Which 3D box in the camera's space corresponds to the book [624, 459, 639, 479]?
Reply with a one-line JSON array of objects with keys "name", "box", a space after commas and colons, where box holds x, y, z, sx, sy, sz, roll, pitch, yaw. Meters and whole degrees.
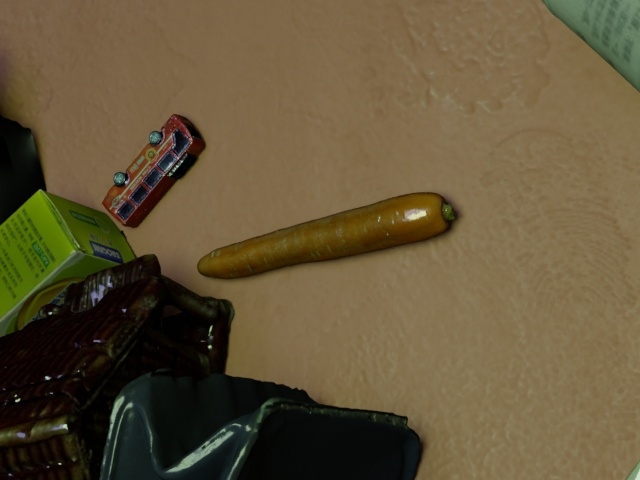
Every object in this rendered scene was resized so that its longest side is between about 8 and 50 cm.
[{"name": "book", "box": [0.375, 0.198, 1.273, 0.289, 0.026, 0.201, 39, 97, 31]}]

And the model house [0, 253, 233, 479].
[{"name": "model house", "box": [-0.258, 0.170, 1.457, 0.317, 0.282, 0.297, -13, 76, 23]}]

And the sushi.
[{"name": "sushi", "box": [-0.377, -0.084, 1.644, 0.150, 0.153, 0.172, -7, 100, 43]}]

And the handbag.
[{"name": "handbag", "box": [-0.074, 0.267, 1.339, 0.122, 0.303, 0.329, 18, 90, 28]}]

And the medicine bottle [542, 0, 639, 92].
[{"name": "medicine bottle", "box": [0.325, -0.186, 1.258, 0.245, 0.245, 0.306, -48, 65, 11]}]

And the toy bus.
[{"name": "toy bus", "box": [-0.151, -0.062, 1.589, 0.110, 0.031, 0.043, -49, 67, 12]}]

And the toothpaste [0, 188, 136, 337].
[{"name": "toothpaste", "box": [-0.319, 0.091, 1.599, 0.327, 0.110, 0.077, -41, 63, 14]}]

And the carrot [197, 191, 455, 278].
[{"name": "carrot", "box": [0.000, 0.000, 1.500, 0.248, 0.043, 0.043, -14, 75, 26]}]
